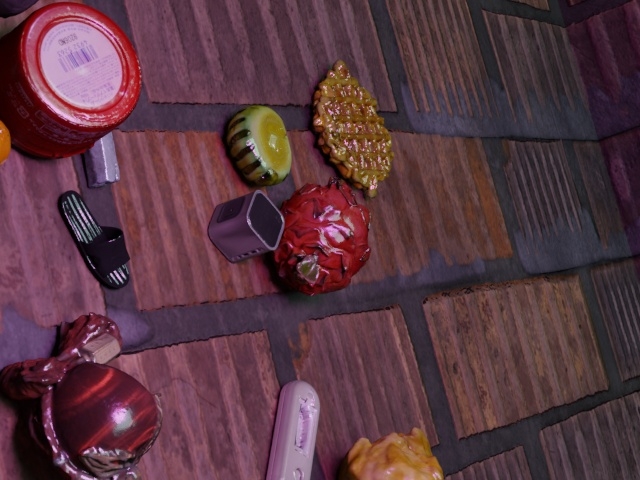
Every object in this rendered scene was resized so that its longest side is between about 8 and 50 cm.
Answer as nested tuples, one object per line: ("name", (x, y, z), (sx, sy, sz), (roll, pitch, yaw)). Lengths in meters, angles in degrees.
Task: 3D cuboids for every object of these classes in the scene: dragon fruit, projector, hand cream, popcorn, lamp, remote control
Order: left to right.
("hand cream", (-0.348, -0.216, 1.758), (0.193, 0.125, 0.193), (15, 65, -36))
("lamp", (-0.283, 0.210, 1.656), (0.215, 0.151, 0.223), (-33, 100, -60))
("projector", (-0.118, -0.022, 2.072), (0.083, 0.082, 0.083), (50, 39, -31))
("remote control", (-0.040, 0.321, 2.050), (0.078, 0.042, 0.221), (42, 43, -38))
("dragon fruit", (0.000, 0.000, 2.153), (0.172, 0.172, 0.209), (49, 53, -30))
("popcorn", (0.119, 0.419, 2.104), (0.191, 0.190, 0.253), (22, 60, -41))

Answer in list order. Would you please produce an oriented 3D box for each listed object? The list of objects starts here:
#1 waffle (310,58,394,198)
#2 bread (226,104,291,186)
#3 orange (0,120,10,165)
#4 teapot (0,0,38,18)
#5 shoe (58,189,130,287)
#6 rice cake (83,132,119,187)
("waffle", (0.067, -0.208, 2.457), (0.238, 0.059, 0.243), (49, 38, -31))
("bread", (-0.103, -0.156, 2.170), (0.139, 0.071, 0.130), (65, 31, -6))
("orange", (-0.438, -0.127, 1.670), (0.083, 0.070, 0.083), (35, 43, -40))
("teapot", (-0.479, -0.429, 1.700), (0.285, 0.305, 0.223), (41, 7, -28))
("shoe", (-0.306, -0.004, 1.820), (0.159, 0.053, 0.062), (59, 31, -14))
("rice cake", (-0.335, -0.197, 1.876), (0.042, 0.045, 0.245), (-1, 75, -55))
